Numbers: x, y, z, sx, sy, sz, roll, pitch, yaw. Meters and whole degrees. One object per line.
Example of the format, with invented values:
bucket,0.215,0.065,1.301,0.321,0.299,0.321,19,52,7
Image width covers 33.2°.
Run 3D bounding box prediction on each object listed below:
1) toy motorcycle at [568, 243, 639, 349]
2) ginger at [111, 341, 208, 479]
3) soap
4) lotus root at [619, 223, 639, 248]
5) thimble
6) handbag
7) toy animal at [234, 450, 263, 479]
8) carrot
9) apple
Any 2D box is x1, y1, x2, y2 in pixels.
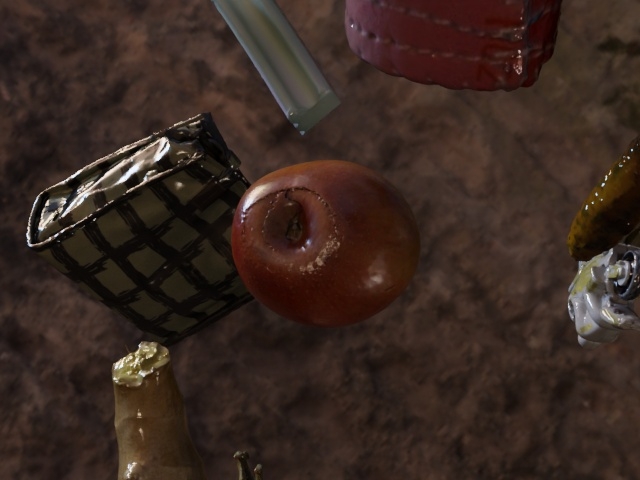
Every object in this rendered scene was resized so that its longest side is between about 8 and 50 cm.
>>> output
toy motorcycle,0.362,0.070,1.366,0.074,0.151,0.228,13,-175,-6
ginger,-0.167,0.324,1.354,0.236,0.166,0.375,18,-106,-52
soap,-0.069,-0.326,1.903,0.289,0.095,0.173,58,-174,18
lotus root,0.610,-0.014,1.918,0.143,0.070,0.144,34,159,12
thimble,0.113,-0.215,0.911,0.190,0.125,0.163,24,-140,27
handbag,-0.219,-0.011,1.646,0.325,0.327,0.162,44,-150,-40
toy animal,-0.108,0.413,1.651,0.057,0.099,0.241,-9,-156,-3
carrot,0.280,-0.077,0.846,0.066,0.314,0.066,14,-134,-15
apple,0.000,0.000,1.308,0.173,0.235,0.210,21,-124,-56
